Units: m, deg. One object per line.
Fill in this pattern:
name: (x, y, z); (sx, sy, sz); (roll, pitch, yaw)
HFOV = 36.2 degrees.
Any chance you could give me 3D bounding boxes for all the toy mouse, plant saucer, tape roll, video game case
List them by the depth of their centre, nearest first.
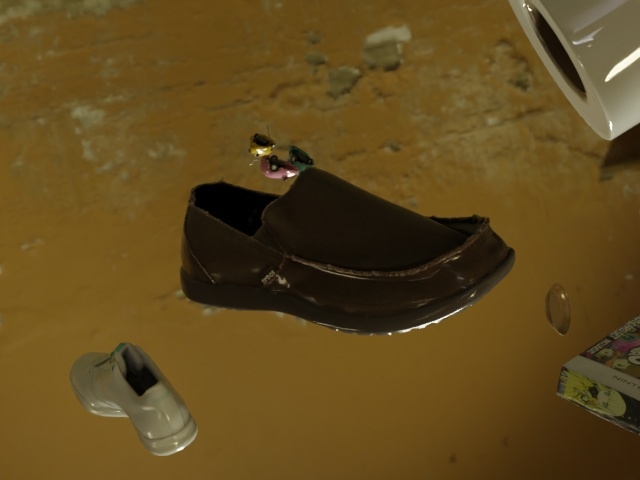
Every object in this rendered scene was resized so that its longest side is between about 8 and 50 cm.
video game case: (0.393, 0.145, 1.007); (0.210, 0.042, 0.232); (24, -150, 38)
tape roll: (0.327, -0.257, 1.081); (0.169, 0.246, 0.246); (-33, -177, 9)
plant saucer: (0.378, 0.111, 1.569); (0.015, 0.083, 0.083); (-10, -174, 36)
toy mouse: (-0.058, -0.124, 1.594); (0.143, 0.031, 0.161); (29, -154, 7)

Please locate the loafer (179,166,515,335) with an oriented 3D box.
loafer: (0.000, 0.000, 0.925); (0.365, 0.130, 0.134); (0, -155, 31)

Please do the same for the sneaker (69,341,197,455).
sneaker: (-0.207, 0.143, 1.040); (0.080, 0.094, 0.212); (-34, -147, -30)
